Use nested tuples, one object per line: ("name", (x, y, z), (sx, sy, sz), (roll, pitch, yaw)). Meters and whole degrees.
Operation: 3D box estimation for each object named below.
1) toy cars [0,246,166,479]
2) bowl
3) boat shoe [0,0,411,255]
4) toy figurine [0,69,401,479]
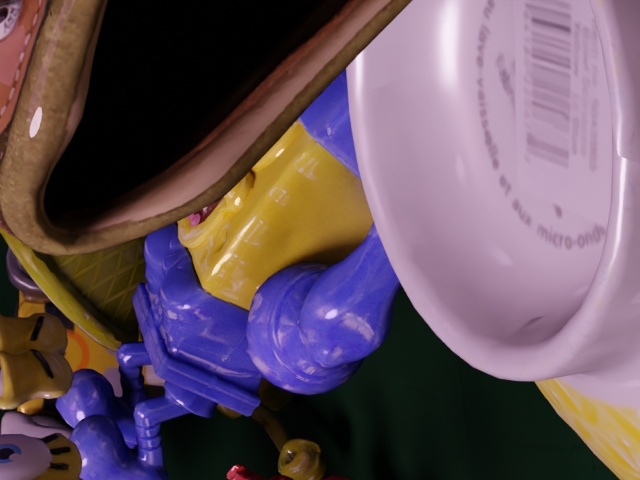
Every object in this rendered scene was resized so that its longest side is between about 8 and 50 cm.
("toy cars", (-0.101, 0.118, 0.875), (0.394, 0.087, 0.176), (-102, 13, -61))
("bowl", (0.100, -0.039, 0.431), (0.289, 0.156, 0.289), (33, 127, 58))
("boat shoe", (0.037, -0.120, 0.327), (0.307, 0.110, 0.104), (-49, 40, 24))
("toy figurine", (0.000, 0.000, 0.737), (0.217, 0.191, 0.362), (-53, 22, 12))
